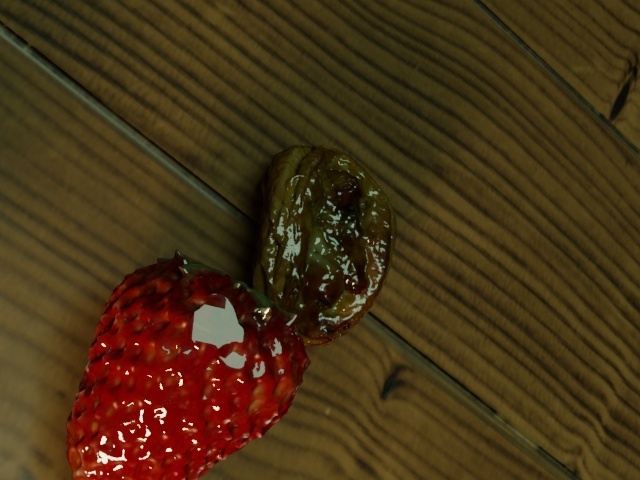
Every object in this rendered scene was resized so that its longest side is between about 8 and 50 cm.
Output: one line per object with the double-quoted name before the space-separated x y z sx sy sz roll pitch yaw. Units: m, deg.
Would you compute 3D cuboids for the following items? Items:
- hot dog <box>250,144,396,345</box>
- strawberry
"hot dog" -0.003 0.000 1.275 0.160 0.099 0.227 16 70 -28
"strawberry" -0.138 0.142 1.110 0.205 0.205 0.244 37 80 -19
